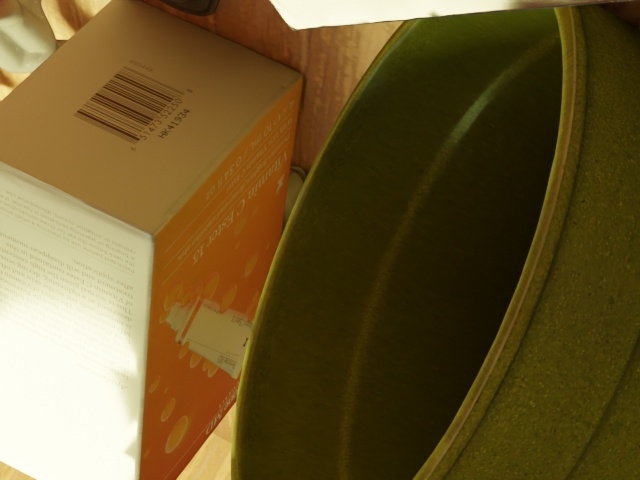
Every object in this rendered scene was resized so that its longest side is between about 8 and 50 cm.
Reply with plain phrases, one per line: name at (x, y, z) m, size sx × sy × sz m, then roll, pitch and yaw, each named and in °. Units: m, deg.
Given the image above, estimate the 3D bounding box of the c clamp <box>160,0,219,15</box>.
c clamp at (-0.129, -0.201, 1.219) m, size 0.137 × 0.022 × 0.161 m, roll 32°, pitch 164°, yaw -9°

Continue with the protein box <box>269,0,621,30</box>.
protein box at (0.063, -0.189, 0.582) m, size 0.136 × 0.200 × 0.201 m, roll 49°, pitch 156°, yaw -27°

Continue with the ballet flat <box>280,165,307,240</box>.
ballet flat at (0.000, 0.000, 1.482) m, size 0.349 × 0.123 × 0.123 m, roll 23°, pitch 163°, yaw 25°

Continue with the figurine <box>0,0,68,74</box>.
figurine at (-0.284, -0.131, 1.407) m, size 0.092 × 0.215 × 0.209 m, roll 62°, pitch -175°, yaw 26°

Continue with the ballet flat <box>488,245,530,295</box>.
ballet flat at (0.239, 0.060, 1.232) m, size 0.316 × 0.106 × 0.107 m, roll 35°, pitch 156°, yaw -22°

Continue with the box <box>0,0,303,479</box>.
box at (-0.151, 0.022, 1.364) m, size 0.168 × 0.215 × 0.345 m, roll 25°, pitch 138°, yaw 15°

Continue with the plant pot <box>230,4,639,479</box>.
plant pot at (0.187, 0.070, 1.010) m, size 0.353 × 0.366 × 0.366 m, roll 22°, pitch 167°, yaw -19°
